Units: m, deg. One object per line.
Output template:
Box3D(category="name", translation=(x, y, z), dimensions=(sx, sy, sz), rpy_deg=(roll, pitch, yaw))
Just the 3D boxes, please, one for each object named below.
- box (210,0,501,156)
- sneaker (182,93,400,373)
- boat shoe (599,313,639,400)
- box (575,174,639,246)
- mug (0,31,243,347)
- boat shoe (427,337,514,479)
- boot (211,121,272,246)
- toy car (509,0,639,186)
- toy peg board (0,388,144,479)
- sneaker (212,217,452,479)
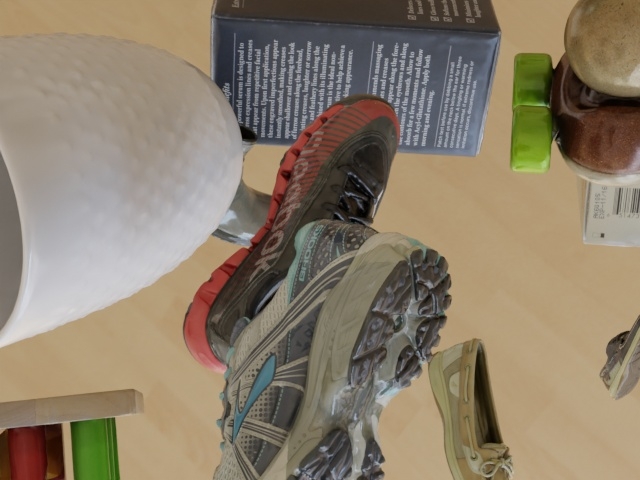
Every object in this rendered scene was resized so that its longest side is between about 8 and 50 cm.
Box3D(category="box", translation=(0.040, -0.295, 1.631), dimensions=(0.396, 0.293, 0.212), rpy_deg=(3, 128, -3))
Box3D(category="sneaker", translation=(0.000, 0.000, 0.913), dimensions=(0.135, 0.098, 0.276), rpy_deg=(18, 73, 56))
Box3D(category="boat shoe", translation=(0.390, 0.142, 1.409), dimensions=(0.049, 0.056, 0.152), rpy_deg=(44, 140, 33))
Box3D(category="box", translation=(0.434, -0.115, 1.541), dimensions=(0.148, 0.311, 0.121), rpy_deg=(2, 119, 8))
Box3D(category="mug", translation=(-0.282, -0.084, 1.107), dimensions=(0.374, 0.328, 0.276), rpy_deg=(22, 117, 32))
Box3D(category="boat shoe", translation=(0.134, 0.159, 0.922), dimensions=(0.048, 0.056, 0.153), rpy_deg=(-28, 62, 32))
Box3D(category="boot", translation=(-0.116, -0.081, 1.445), dimensions=(0.161, 0.247, 0.083), rpy_deg=(-57, 36, 37))
Box3D(category="toy car", translation=(0.220, -0.148, 0.794), dimensions=(0.155, 0.149, 0.188), rpy_deg=(3, 131, 9))
Box3D(category="toy peg board", translation=(-0.187, 0.138, 0.664), dimensions=(0.161, 0.161, 0.079), rpy_deg=(-5, 82, -8))
Box3D(category="sneaker", translation=(-0.017, 0.116, 0.750), dimensions=(0.122, 0.110, 0.283), rpy_deg=(29, 92, 42))
